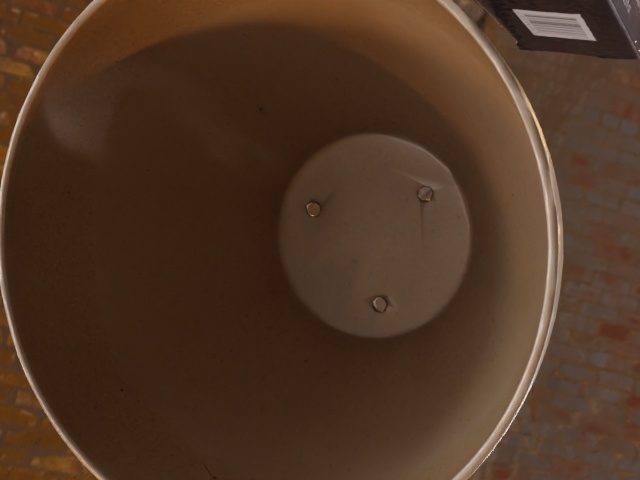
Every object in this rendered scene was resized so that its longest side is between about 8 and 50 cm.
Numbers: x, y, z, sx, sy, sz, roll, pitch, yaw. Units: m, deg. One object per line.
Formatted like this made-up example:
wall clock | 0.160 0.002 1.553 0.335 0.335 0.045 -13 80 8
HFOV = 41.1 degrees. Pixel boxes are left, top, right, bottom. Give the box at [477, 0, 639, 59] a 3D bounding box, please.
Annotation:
box | 0.168 -0.214 0.548 0.156 0.093 0.158 6 -84 -63

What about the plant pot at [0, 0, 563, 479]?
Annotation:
plant pot | 0.000 0.000 0.473 0.284 0.284 0.191 62 -158 10
